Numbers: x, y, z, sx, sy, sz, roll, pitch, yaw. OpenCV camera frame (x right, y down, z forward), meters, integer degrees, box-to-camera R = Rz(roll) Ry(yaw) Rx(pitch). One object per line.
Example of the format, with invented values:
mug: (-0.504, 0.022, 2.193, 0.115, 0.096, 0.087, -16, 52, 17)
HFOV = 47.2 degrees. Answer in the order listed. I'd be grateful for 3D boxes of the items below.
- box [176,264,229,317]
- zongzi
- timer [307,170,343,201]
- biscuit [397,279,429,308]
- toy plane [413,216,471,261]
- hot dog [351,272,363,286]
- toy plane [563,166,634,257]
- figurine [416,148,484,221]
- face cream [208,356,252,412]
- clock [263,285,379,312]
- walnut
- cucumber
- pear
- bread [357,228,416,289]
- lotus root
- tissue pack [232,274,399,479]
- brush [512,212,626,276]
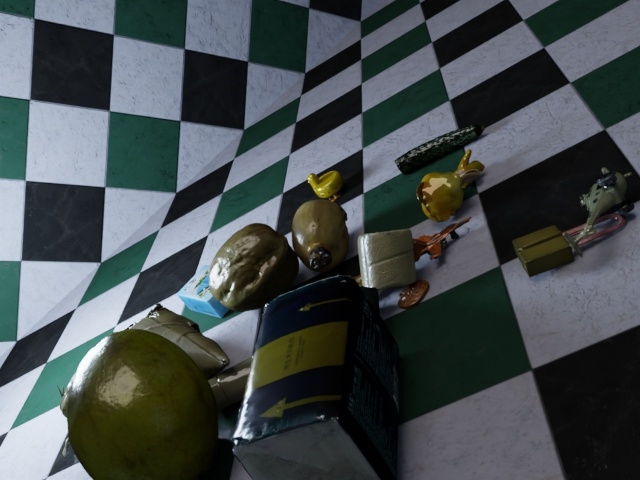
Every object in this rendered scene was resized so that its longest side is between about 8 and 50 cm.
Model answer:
box: (-0.345, 0.160, 2.354, 0.142, 0.083, 0.232, -49, 29, -23)
zongzi: (-0.501, 0.398, 1.926, 0.500, 0.218, 0.467, -40, 16, -15)
timer: (0.020, -0.197, 2.476, 0.107, 0.109, 0.107, -29, 26, 15)
biscuit: (0.220, 0.128, 1.763, 0.078, 0.015, 0.091, -6, 38, 47)
toy plane: (0.302, 0.000, 1.845, 0.188, 0.062, 0.135, -23, 24, -4)
hot dog: (0.091, 0.125, 1.881, 0.140, 0.060, 0.090, -28, 30, 10)
toy plane: (0.577, -0.070, 1.524, 0.108, 0.092, 0.286, -27, 14, 40)
figurine: (0.348, -0.144, 1.967, 0.246, 0.131, 0.156, -39, 2, -38)
face cream: (-0.138, 0.314, 1.834, 0.341, 0.084, 0.137, -30, 13, -1)
clock: (0.003, 0.165, 1.722, 0.281, 0.281, 0.055, -19, 73, 32)
walnut: (-0.198, 0.086, 2.128, 0.283, 0.227, 0.283, -41, 17, 15)
cucumber: (0.367, -0.288, 2.249, 0.293, 0.067, 0.067, -26, 27, 20)
pear: (-0.408, 0.403, 1.670, 0.352, 0.352, 0.413, -38, 59, -4)
bread: (0.162, 0.047, 1.790, 0.134, 0.141, 0.148, -6, 0, -1)
lotus root: (0.000, 0.000, 2.074, 0.183, 0.183, 0.310, -29, 26, 15)
tissue pack: (0.008, 0.306, 1.432, 0.253, 0.264, 0.416, -23, 29, 18)
brush: (0.535, -0.002, 1.560, 0.233, 0.047, 0.103, -21, 27, 7)
